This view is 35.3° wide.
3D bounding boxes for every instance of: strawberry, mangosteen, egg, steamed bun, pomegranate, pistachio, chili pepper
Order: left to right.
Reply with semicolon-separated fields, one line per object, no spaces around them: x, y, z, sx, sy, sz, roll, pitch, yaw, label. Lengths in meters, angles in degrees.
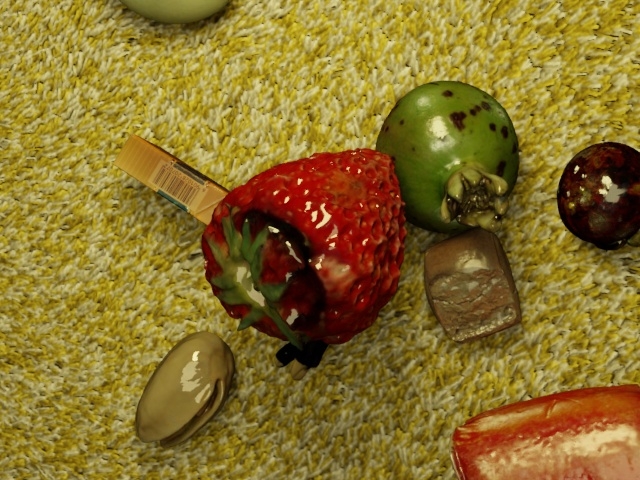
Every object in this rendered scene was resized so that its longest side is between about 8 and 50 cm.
-0.263;-0.467;1.719;0.253;0.186;0.186;25;91;14;egg
-0.228;0.254;1.701;0.152;0.126;0.223;40;100;45;pistachio
-0.002;0.013;1.446;0.292;0.310;0.292;18;113;49;strawberry
0.202;-0.129;1.546;0.242;0.306;0.242;0;93;-4;pomegranate
0.241;0.076;1.620;0.145;0.106;0.175;-21;100;11;steamed bun
0.377;0.364;1.547;0.305;0.229;0.251;-14;87;20;chili pepper
0.464;-0.071;1.576;0.184;0.172;0.172;4;87;-6;mangosteen

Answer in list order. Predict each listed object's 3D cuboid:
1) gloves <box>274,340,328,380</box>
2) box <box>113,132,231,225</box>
-0.012;0.076;1.634;0.152;0.197;0.301;20;94;38;gloves
-0.216;-0.085;1.703;0.237;0.152;0.070;34;92;11;box
